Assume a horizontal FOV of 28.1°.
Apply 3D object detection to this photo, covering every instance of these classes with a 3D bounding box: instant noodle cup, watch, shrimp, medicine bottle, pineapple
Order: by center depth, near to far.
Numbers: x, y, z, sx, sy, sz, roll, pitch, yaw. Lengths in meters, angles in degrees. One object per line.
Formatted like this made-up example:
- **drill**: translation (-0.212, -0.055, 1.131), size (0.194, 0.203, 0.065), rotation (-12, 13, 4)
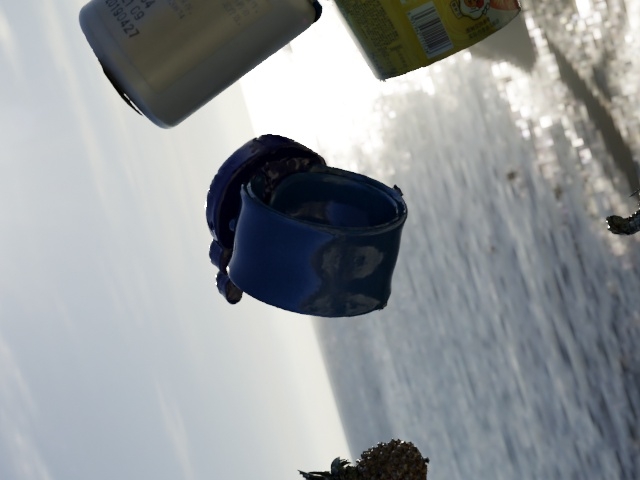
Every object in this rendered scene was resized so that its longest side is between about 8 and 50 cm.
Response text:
- **medicine bottle**: translation (-0.083, -0.228, 1.177), size (0.143, 0.258, 0.143), rotation (54, -173, -9)
- **watch**: translation (-0.006, -0.004, 1.275), size (0.200, 0.196, 0.171), rotation (35, 133, 46)
- **instant noodle cup**: translation (0.121, -0.332, 1.587), size (0.200, 0.264, 0.264), rotation (62, -179, -13)
- **pineapple**: translation (0.065, 0.330, 1.721), size (0.083, 0.221, 0.103), rotation (-28, 77, 51)
- **shrimp**: translation (0.503, -0.069, 1.928), size (0.174, 0.076, 0.082), rotation (123, 155, -45)
